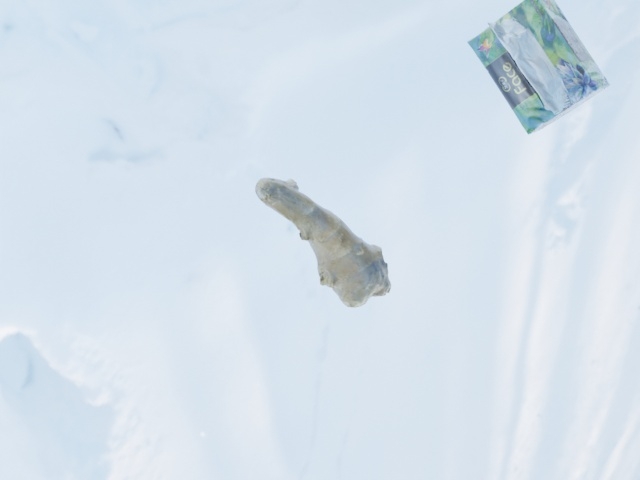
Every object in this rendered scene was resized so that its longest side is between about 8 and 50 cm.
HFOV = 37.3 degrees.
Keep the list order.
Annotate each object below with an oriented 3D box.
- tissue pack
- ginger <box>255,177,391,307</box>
[{"bbox_3d":[0.204,-0.169,0.904,0.085,0.111,0.079,-34,175,33],"label":"tissue pack"},{"bbox_3d":[0.000,0.000,1.608,0.131,0.294,0.086,-56,-166,-30],"label":"ginger"}]
